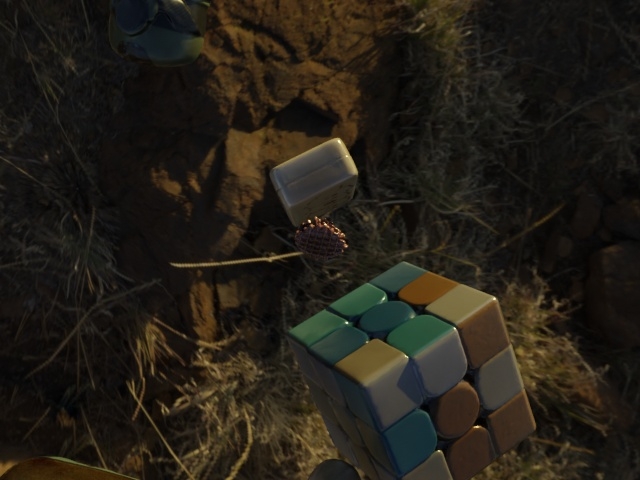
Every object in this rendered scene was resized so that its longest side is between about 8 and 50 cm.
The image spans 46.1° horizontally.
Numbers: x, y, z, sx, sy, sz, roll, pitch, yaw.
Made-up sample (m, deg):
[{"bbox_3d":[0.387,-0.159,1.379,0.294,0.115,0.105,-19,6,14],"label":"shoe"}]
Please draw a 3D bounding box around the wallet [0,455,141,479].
[{"bbox_3d":[-0.226,0.239,0.473,0.255,0.137,0.031,-50,132,-48],"label":"wallet"}]

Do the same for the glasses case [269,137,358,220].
[{"bbox_3d":[-0.011,-0.100,1.413,0.144,0.336,0.076,-26,86,-1],"label":"glasses case"}]

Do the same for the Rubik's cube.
[{"bbox_3d":[0.187,0.296,1.592,0.344,0.346,0.347,-29,114,-20],"label":"Rubik's cube"}]

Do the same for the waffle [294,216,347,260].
[{"bbox_3d":[0.000,0.000,1.181,0.083,0.075,0.029,40,40,-30],"label":"waffle"}]

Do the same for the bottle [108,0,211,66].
[{"bbox_3d":[-0.204,-0.414,1.050,0.168,0.168,0.347,11,99,-18],"label":"bottle"}]

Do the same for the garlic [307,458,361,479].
[{"bbox_3d":[0.033,0.541,1.487,0.110,0.228,0.217,0,100,23],"label":"garlic"}]
